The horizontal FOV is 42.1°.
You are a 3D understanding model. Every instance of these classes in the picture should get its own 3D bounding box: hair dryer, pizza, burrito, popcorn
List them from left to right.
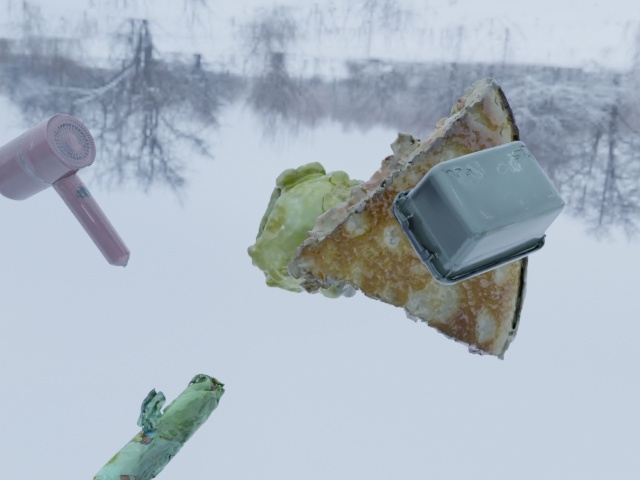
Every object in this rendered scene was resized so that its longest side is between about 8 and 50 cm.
[{"bbox_3d":[-0.531,-0.076,1.767,0.210,0.352,0.125,-21,-161,30],"label":"hair dryer"},{"bbox_3d":[-0.265,0.307,1.329,0.054,0.104,0.288,-9,-151,51],"label":"burrito"},{"bbox_3d":[-0.007,-0.010,1.849,0.312,0.312,0.312,4,-169,-1],"label":"popcorn"},{"bbox_3d":[0.134,-0.019,1.264,0.406,0.439,0.130,-6,-173,-18],"label":"pizza"}]

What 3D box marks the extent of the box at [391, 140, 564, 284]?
[{"bbox_3d":[0.181,-0.039,0.920,0.172,0.124,0.093,-19,157,-30],"label":"box"}]
